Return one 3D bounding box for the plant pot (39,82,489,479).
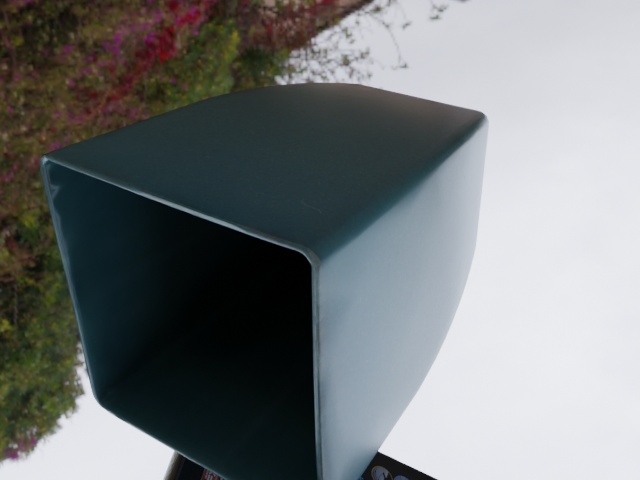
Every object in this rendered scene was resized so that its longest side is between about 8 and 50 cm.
[{"bbox_3d":[0.000,0.000,0.448,0.166,0.165,0.234,20,-142,30],"label":"plant pot"}]

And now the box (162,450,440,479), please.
[{"bbox_3d":[0.019,0.258,0.449,0.293,0.073,0.295,25,-145,-8],"label":"box"}]
